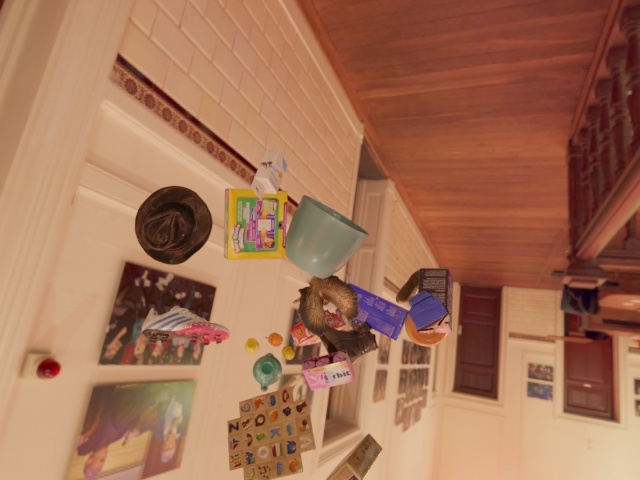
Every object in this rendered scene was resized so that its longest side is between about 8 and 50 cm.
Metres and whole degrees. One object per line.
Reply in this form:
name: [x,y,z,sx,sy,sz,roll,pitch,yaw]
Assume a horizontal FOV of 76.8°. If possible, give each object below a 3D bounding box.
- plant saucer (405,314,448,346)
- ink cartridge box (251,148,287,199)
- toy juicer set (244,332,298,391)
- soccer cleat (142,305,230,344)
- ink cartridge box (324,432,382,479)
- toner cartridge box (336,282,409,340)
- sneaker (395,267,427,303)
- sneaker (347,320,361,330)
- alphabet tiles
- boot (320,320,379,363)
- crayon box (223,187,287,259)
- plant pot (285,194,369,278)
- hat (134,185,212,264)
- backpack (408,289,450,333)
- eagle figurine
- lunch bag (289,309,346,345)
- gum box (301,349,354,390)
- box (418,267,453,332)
plant saucer: [0.479,0.386,1.796,0.199,0.200,0.037,8,-163,5]
ink cartridge box: [-0.200,-0.257,1.598,0.061,0.181,0.104,8,154,22]
toy juicer set: [-0.209,0.583,1.859,0.209,0.329,0.089,-17,154,-15]
soccer cleat: [-0.509,0.314,1.545,0.331,0.143,0.116,2,143,-3]
ink cartridge box: [0.120,0.888,1.570,0.088,0.193,0.234,43,-159,20]
toner cartridge box: [0.271,0.365,2.096,0.347,0.165,0.075,25,180,20]
sneaker: [0.381,0.194,1.690,0.064,0.192,0.086,44,162,16]
sneaker: [0.211,0.489,2.290,0.125,0.262,0.104,3,144,0]
alphabet tiles: [-0.186,0.704,1.465,0.342,0.285,0.011,-21,146,13]
boot: [0.116,0.425,1.810,0.338,0.222,0.118,51,168,55]
crayon box: [-0.340,-0.085,2.120,0.313,0.363,0.106,0,-173,-25]
plant pot: [0.000,0.000,1.540,0.293,0.235,0.293,31,-171,-5]
hat: [-0.604,-0.059,1.586,0.331,0.332,0.134,8,-176,4]
backpack: [0.294,0.192,1.082,0.098,0.101,0.120,-28,150,15]
eagle figurine: [0.015,0.251,1.733,0.225,0.226,0.298,20,-171,-18]
lunch bag: [-0.022,0.483,2.180,0.258,0.120,0.293,-38,156,18]
gum box: [0.027,0.502,1.555,0.188,0.107,0.062,-17,-157,12]
box: [0.427,0.223,1.495,0.108,0.207,0.153,-2,156,24]
